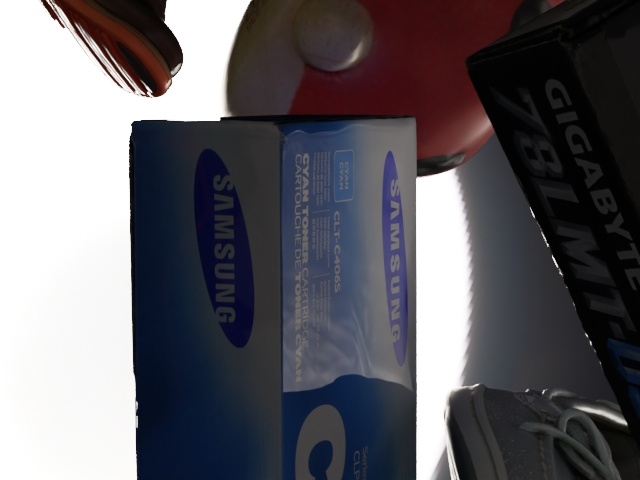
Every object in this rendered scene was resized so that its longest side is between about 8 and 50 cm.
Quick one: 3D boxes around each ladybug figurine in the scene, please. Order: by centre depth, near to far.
[{"bbox_3d":[0.086,-0.162,1.154,0.305,0.162,0.449,-51,-3,30],"label":"ladybug figurine"}]

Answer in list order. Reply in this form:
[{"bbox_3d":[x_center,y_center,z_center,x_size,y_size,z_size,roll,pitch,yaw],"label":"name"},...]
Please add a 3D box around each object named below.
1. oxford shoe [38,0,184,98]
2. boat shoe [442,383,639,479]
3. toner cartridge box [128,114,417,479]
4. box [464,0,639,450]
[{"bbox_3d":[-0.145,-0.185,1.244,0.098,0.271,0.097,-36,-51,-5],"label":"oxford shoe"},{"bbox_3d":[0.129,0.129,0.912,0.320,0.103,0.118,23,-122,-75],"label":"boat shoe"},{"bbox_3d":[-0.016,0.116,0.823,0.165,0.075,0.348,-13,-77,-67],"label":"toner cartridge box"},{"bbox_3d":[0.238,-0.010,0.752,0.293,0.073,0.296,-30,-80,-28],"label":"box"}]
